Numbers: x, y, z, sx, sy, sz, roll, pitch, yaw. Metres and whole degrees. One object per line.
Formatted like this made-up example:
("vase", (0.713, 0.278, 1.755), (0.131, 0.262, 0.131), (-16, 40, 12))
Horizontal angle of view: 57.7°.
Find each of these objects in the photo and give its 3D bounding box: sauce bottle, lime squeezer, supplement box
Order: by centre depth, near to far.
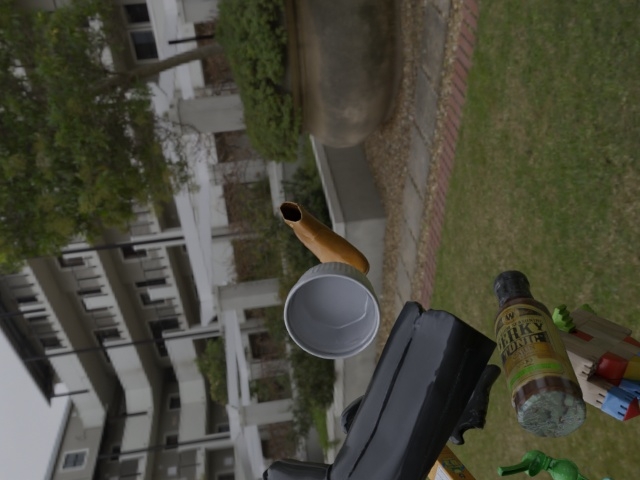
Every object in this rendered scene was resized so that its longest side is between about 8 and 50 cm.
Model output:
("sauce bottle", (0.367, 0.179, 1.027), (0.344, 0.111, 0.111), (-83, -10, -58))
("lime squeezer", (0.485, 0.473, 1.180), (0.110, 0.310, 0.059), (157, 131, -78))
("supplement box", (0.346, 0.637, 1.622), (0.233, 0.078, 0.080), (-136, 54, -61))

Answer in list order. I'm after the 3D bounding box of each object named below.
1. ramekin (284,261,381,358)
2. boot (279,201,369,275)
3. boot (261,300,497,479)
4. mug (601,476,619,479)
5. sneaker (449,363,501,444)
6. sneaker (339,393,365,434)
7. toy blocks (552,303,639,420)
("ramekin", (0.028, 0.144, 1.277), (0.109, 0.207, 0.207), (-79, -15, -69))
("boot", (0.000, -0.001, 1.713), (0.295, 0.104, 0.211), (35, 174, 45))
("boot", (0.080, 0.311, 1.018), (0.367, 0.146, 0.445), (16, 83, 59))
("mug", (0.831, 0.716, 1.551), (0.158, 0.129, 0.097), (53, -118, -87))
("sneaker", (0.483, 0.517, 1.821), (0.130, 0.286, 0.109), (40, -178, 42))
("sneaker", (0.154, 0.373, 1.210), (0.130, 0.227, 0.087), (-102, 3, -78))
("toy blocks", (0.685, 0.291, 1.409), (0.261, 0.381, 0.190), (26, 116, 38))
